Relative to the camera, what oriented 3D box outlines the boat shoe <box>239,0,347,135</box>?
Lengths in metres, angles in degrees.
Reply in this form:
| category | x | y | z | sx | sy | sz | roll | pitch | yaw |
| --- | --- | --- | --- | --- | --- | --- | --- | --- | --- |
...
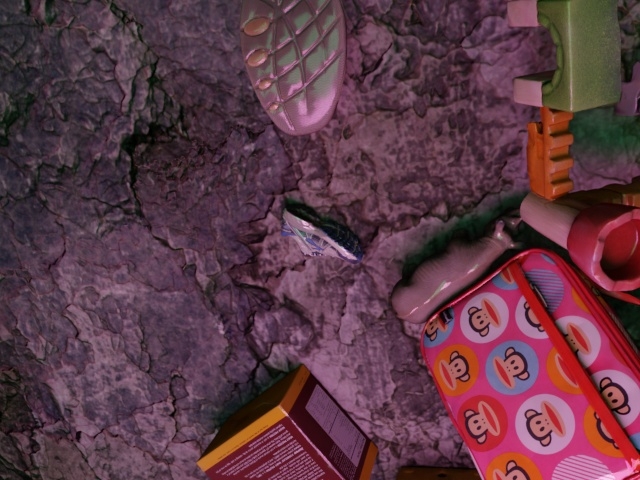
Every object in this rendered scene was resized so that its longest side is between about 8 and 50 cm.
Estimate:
| category | x | y | z | sx | sy | sz | roll | pitch | yaw |
| --- | --- | --- | --- | --- | --- | --- | --- | --- | --- |
| boat shoe | -0.030 | -0.312 | 0.777 | 0.132 | 0.130 | 0.355 | -5 | 100 | 13 |

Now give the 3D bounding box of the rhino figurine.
| category | x | y | z | sx | sy | sz | roll | pitch | yaw |
| --- | --- | --- | --- | --- | --- | --- | --- | --- | --- |
| rhino figurine | 0.191 | 0.030 | 0.837 | 0.243 | 0.106 | 0.073 | -40 | 94 | 23 |

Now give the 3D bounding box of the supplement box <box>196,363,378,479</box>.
| category | x | y | z | sx | sy | sz | roll | pitch | yaw |
| --- | --- | --- | --- | --- | --- | --- | --- | --- | --- |
| supplement box | -0.049 | 0.345 | 0.992 | 0.191 | 0.129 | 0.194 | -39 | 94 | 23 |

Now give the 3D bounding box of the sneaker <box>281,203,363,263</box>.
| category | x | y | z | sx | sy | sz | roll | pitch | yaw |
| --- | --- | --- | --- | --- | --- | --- | --- | --- | --- |
| sneaker | 0.000 | 0.000 | 0.917 | 0.135 | 0.052 | 0.058 | 32 | 123 | 11 |

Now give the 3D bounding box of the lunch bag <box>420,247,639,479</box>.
| category | x | y | z | sx | sy | sz | roll | pitch | yaw |
| --- | --- | --- | --- | --- | --- | --- | --- | --- | --- |
| lunch bag | 0.279 | 0.162 | 0.729 | 0.258 | 0.120 | 0.293 | -40 | 50 | 21 |

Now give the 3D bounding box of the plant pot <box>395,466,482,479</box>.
| category | x | y | z | sx | sy | sz | roll | pitch | yaw |
| --- | --- | --- | --- | --- | --- | --- | --- | --- | --- |
| plant pot | 0.186 | 0.461 | 0.936 | 0.212 | 0.212 | 0.187 | -5 | 93 | 17 |

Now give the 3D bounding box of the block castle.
| category | x | y | z | sx | sy | sz | roll | pitch | yaw |
| --- | --- | --- | --- | --- | --- | --- | --- | --- | --- |
| block castle | 0.357 | -0.199 | 0.588 | 0.303 | 0.213 | 0.453 | -15 | 112 | -10 |
